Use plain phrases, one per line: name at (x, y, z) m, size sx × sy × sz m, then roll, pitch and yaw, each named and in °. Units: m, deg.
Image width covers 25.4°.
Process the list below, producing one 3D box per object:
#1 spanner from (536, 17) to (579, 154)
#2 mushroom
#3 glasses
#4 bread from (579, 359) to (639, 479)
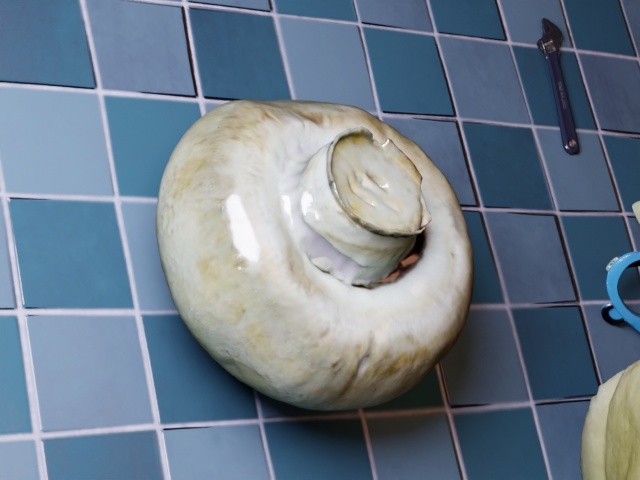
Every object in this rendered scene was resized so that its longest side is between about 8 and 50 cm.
spanner at (0.327, -0.212, 1.936) m, size 0.046 × 0.012 × 0.208 m, roll 6°, pitch 65°, yaw -33°
mushroom at (0.000, 0.000, 1.452) m, size 0.352 × 0.260 × 0.352 m, roll 19°, pitch 53°, yaw -28°
glasses at (0.471, 0.037, 1.854) m, size 0.239 × 0.102 × 0.206 m, roll 25°, pitch 56°, yaw -22°
bread at (0.445, 0.275, 1.595) m, size 0.237 × 0.320 × 0.320 m, roll -14°, pitch 75°, yaw -14°
